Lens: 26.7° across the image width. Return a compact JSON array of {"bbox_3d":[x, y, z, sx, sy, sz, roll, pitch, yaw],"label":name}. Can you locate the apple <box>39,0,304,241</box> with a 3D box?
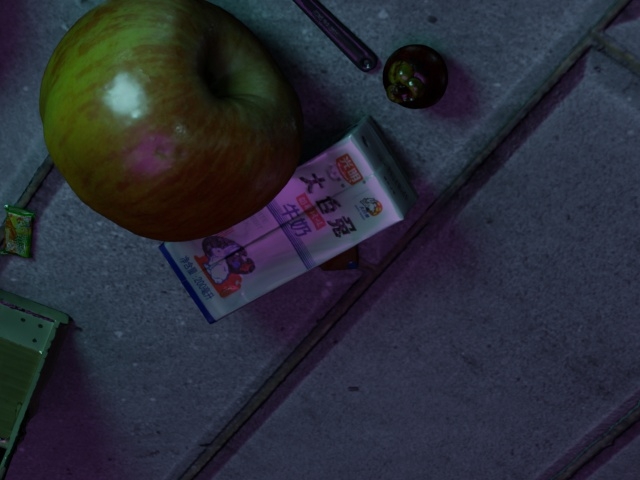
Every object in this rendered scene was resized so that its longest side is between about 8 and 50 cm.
[{"bbox_3d":[-0.188,-0.136,1.569,0.301,0.301,0.301,3,126,4],"label":"apple"}]

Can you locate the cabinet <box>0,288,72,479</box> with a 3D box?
[{"bbox_3d":[-0.537,0.230,1.843,0.290,0.318,0.227,21,125,-10],"label":"cabinet"}]

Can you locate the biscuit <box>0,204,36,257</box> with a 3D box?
[{"bbox_3d":[-0.412,-0.009,1.843,0.046,0.016,0.089,13,126,-3],"label":"biscuit"}]

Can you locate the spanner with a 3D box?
[{"bbox_3d":[-0.010,-0.272,1.613,0.046,0.012,0.208,-37,115,28],"label":"spanner"}]

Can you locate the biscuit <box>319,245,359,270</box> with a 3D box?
[{"bbox_3d":[0.000,0.000,1.802,0.130,0.019,0.119,31,123,-16],"label":"biscuit"}]

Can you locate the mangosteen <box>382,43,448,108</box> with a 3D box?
[{"bbox_3d":[0.114,-0.193,1.616,0.081,0.081,0.081,3,126,4],"label":"mangosteen"}]

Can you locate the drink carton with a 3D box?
[{"bbox_3d":[-0.040,-0.024,1.719,0.315,0.106,0.130,-28,102,24],"label":"drink carton"}]
